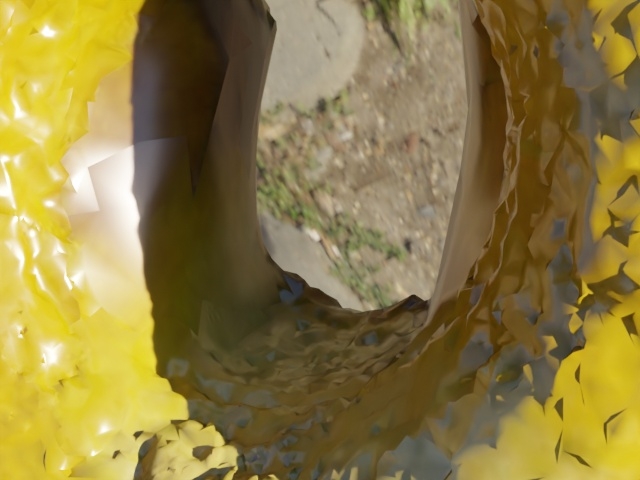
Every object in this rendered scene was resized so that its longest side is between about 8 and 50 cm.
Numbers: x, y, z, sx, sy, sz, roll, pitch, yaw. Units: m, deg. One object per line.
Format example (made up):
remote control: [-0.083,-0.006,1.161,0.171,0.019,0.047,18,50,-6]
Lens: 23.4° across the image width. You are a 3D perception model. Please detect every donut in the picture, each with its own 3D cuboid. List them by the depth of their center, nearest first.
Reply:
donut: [0.000,0.000,0.501,0.435,0.163,0.378,2,95,24]
